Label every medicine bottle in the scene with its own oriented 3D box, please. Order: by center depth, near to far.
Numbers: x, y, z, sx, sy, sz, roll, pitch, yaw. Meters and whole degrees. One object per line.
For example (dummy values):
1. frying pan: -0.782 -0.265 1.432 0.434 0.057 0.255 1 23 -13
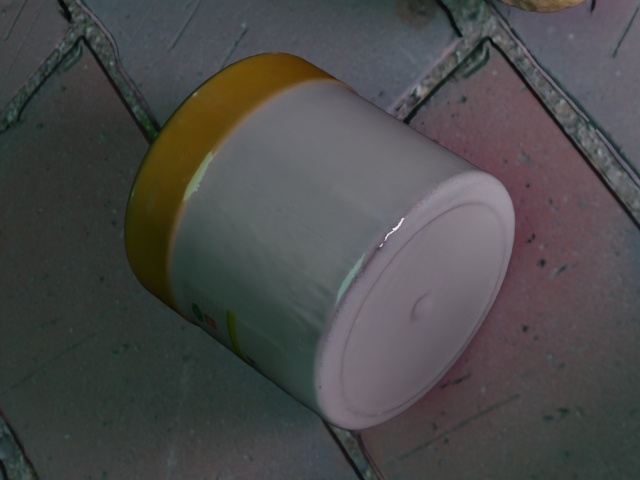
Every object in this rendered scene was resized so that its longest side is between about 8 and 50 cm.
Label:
1. medicine bottle: 0.000 0.000 1.261 0.232 0.238 0.238 35 105 30

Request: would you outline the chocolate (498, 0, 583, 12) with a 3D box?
1. chocolate: 0.144 -0.318 1.266 0.134 0.134 0.309 -28 68 29
